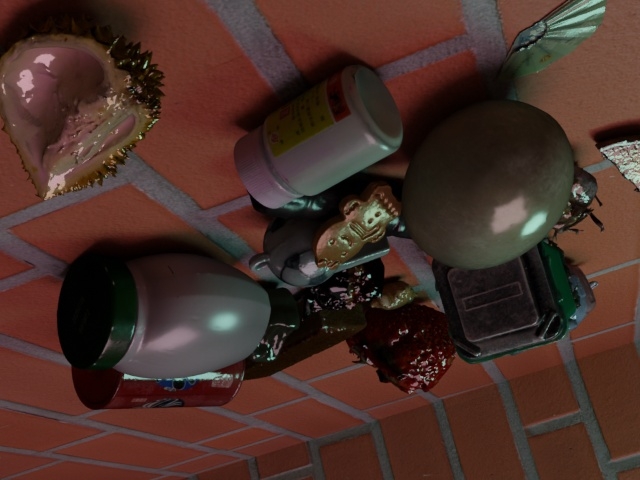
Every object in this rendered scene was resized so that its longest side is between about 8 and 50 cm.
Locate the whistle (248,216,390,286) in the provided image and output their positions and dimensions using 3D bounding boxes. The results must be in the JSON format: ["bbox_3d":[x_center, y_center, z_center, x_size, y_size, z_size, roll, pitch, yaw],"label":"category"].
[{"bbox_3d":[0.000,0.000,1.688,0.289,0.164,0.163,-20,161,-19],"label":"whistle"}]

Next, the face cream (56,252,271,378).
[{"bbox_3d":[-0.294,0.146,1.747,0.356,0.220,0.312,8,150,-43],"label":"face cream"}]

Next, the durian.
[{"bbox_3d":[-0.282,-0.177,1.099,0.249,0.183,0.138,-42,-178,44],"label":"durian"}]

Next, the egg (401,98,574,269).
[{"bbox_3d":[0.266,-0.087,1.491,0.258,0.259,0.352,-8,164,-16],"label":"egg"}]

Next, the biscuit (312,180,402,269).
[{"bbox_3d":[0.060,-0.025,1.573,0.184,0.027,0.133,-33,141,-5],"label":"biscuit"}]

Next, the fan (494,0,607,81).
[{"bbox_3d":[0.346,-0.301,1.356,0.131,0.009,0.240,-5,156,-30],"label":"fan"}]

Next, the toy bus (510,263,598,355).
[{"bbox_3d":[0.589,0.171,2.436,0.294,0.197,0.231,-35,161,37],"label":"toy bus"}]

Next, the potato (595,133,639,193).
[{"bbox_3d":[0.601,-0.174,1.760,0.172,0.089,0.100,33,118,-26],"label":"potato"}]

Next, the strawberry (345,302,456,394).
[{"bbox_3d":[0.216,0.253,2.319,0.258,0.261,0.261,-51,159,-9],"label":"strawberry"}]

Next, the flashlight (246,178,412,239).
[{"bbox_3d":[0.051,-0.064,1.622,0.423,0.103,0.103,7,150,-41],"label":"flashlight"}]

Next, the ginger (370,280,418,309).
[{"bbox_3d":[0.193,0.130,2.236,0.096,0.067,0.165,-32,166,36],"label":"ginger"}]

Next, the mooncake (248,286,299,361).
[{"bbox_3d":[-0.120,0.188,2.035,0.104,0.175,0.168,-2,-163,-37],"label":"mooncake"}]

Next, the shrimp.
[{"bbox_3d":[0.500,-0.073,1.867,0.145,0.117,0.343,-4,161,12],"label":"shrimp"}]

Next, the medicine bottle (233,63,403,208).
[{"bbox_3d":[-0.004,-0.146,1.330,0.225,0.139,0.139,-28,155,29],"label":"medicine bottle"}]

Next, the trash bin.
[{"bbox_3d":[0.428,0.099,2.070,0.259,0.295,0.381,-19,171,23],"label":"trash bin"}]

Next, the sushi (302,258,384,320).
[{"bbox_3d":[0.052,0.070,1.879,0.150,0.153,0.172,8,135,-3],"label":"sushi"}]

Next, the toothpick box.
[{"bbox_3d":[-0.357,0.273,2.043,0.333,0.204,0.204,8,149,-46],"label":"toothpick box"}]

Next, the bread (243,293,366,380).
[{"bbox_3d":[-0.087,0.241,2.260,0.165,0.113,0.416,9,149,-44],"label":"bread"}]
